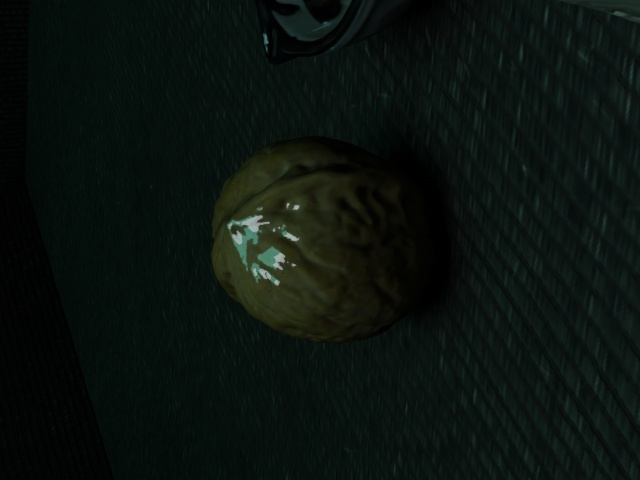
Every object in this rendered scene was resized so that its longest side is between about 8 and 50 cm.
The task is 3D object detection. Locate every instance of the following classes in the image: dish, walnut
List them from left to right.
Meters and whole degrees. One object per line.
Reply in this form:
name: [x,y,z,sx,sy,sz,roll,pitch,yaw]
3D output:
walnut: [0.000,0.000,0.870,0.213,0.213,0.213,30,124,59]
dish: [0.030,-0.298,0.816,0.303,0.120,0.303,30,124,59]

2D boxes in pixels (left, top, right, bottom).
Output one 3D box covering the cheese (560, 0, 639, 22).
cheese: [0.184,-0.186,0.444,0.154,0.198,0.189,-81,5,-53]
